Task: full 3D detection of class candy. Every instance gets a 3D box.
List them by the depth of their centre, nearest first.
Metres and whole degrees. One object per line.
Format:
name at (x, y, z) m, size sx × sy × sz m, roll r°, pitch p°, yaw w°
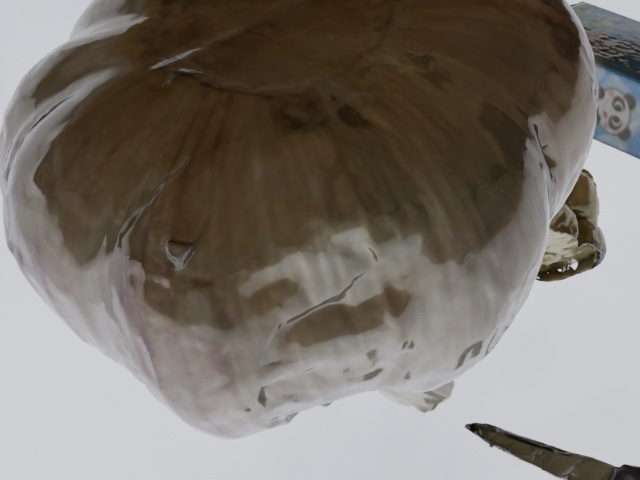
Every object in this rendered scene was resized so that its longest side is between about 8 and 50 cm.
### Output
candy at (0.221, -0.103, 1.132) m, size 0.097 × 0.062 × 0.194 m, roll -19°, pitch -144°, yaw -41°

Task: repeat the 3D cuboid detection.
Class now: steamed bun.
steamed bun at (0.166, -0.031, 1.597) m, size 0.178 × 0.192 × 0.106 m, roll -18°, pitch -121°, yaw 36°

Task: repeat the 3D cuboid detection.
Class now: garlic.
garlic at (0.000, 0.000, 0.617) m, size 0.219 × 0.212 × 0.218 m, roll -10°, pitch -137°, yaw 9°

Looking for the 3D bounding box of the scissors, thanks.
scissors at (0.227, 0.192, 1.346) m, size 0.300 × 0.022 × 0.109 m, roll 19°, pitch -116°, yaw 45°
